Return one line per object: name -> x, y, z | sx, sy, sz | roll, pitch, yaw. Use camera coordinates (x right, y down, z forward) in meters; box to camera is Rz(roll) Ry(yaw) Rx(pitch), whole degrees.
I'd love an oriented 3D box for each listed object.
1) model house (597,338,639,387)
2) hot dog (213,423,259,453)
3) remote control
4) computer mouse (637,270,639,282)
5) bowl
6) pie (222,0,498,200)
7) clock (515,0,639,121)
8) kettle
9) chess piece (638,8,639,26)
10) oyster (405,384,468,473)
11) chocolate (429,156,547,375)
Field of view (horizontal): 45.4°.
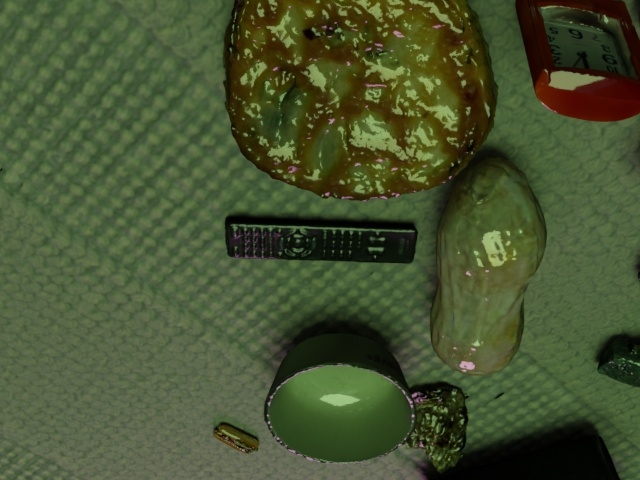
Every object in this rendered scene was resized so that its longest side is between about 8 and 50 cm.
model house -> 0.441, 0.164, 1.077 | 0.083, 0.066, 0.079 | 14, 140, 13
hot dog -> -0.134, 0.320, 1.222 | 0.083, 0.021, 0.037 | 30, 123, -19
remote control -> 0.000, 0.000, 0.974 | 0.245, 0.025, 0.063 | 3, 128, -2
computer mouse -> 0.497, 0.012, 0.947 | 0.126, 0.071, 0.231 | 29, 132, -4
bowl -> 0.027, 0.208, 1.077 | 0.211, 0.112, 0.212 | 0, 126, 0
pie -> 0.031, -0.171, 0.808 | 0.314, 0.092, 0.315 | 4, 128, 5
clock -> 0.252, -0.182, 0.752 | 0.113, 0.155, 0.061 | 9, 136, -5
kettle -> 0.338, 0.458, 1.210 | 0.307, 0.203, 0.262 | -23, 121, 14
chess piece -> 0.386, -0.165, 0.795 | 0.139, 0.139, 0.272 | -19, 113, 15
oyster -> 0.177, 0.294, 1.179 | 0.105, 0.056, 0.177 | -6, 123, -4
chocolate -> 0.202, 0.046, 0.938 | 0.134, 0.134, 0.309 | 0, 125, 1
